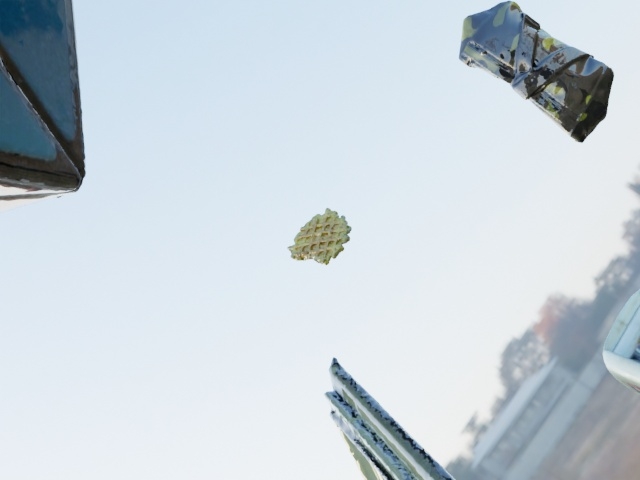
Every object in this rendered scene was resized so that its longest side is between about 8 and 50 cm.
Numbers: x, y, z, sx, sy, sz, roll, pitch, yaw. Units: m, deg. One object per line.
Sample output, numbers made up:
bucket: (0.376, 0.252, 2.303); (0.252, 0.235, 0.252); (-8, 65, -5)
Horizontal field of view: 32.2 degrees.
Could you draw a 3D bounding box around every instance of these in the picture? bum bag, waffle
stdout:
bum bag: (0.284, -0.232, 1.466); (0.107, 0.232, 0.060); (-55, -14, 16)
waffle: (0.002, -0.001, 1.336); (0.078, 0.085, 0.016); (-55, -48, -7)

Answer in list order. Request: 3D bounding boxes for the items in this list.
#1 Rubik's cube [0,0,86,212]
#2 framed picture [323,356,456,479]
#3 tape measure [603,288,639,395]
Rubik's cube: (-0.317, -0.139, 0.655); (0.259, 0.254, 0.260); (6, -107, -61)
framed picture: (0.089, 0.177, 0.351); (0.018, 0.231, 0.293); (-30, 18, -9)
tape measure: (0.388, 0.124, 1.022); (0.243, 0.246, 0.125); (34, -91, -37)
